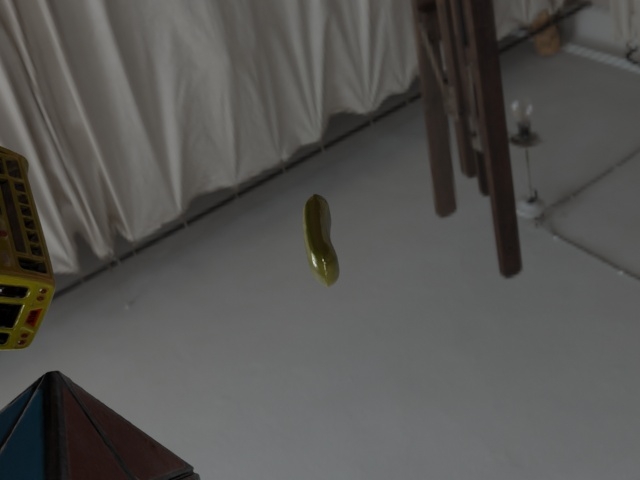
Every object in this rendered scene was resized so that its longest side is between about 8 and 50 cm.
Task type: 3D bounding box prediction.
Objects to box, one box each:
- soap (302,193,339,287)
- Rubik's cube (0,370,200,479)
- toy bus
[{"bbox_3d":[-0.001,0.000,1.346,0.045,0.089,0.140,-7,-126,-2],"label":"soap"},{"bbox_3d":[-0.281,0.340,0.977,0.260,0.255,0.259,-42,-149,5],"label":"Rubik's cube"},{"bbox_3d":[-0.426,-0.019,1.130,0.151,0.145,0.331,8,-144,-34],"label":"toy bus"}]
